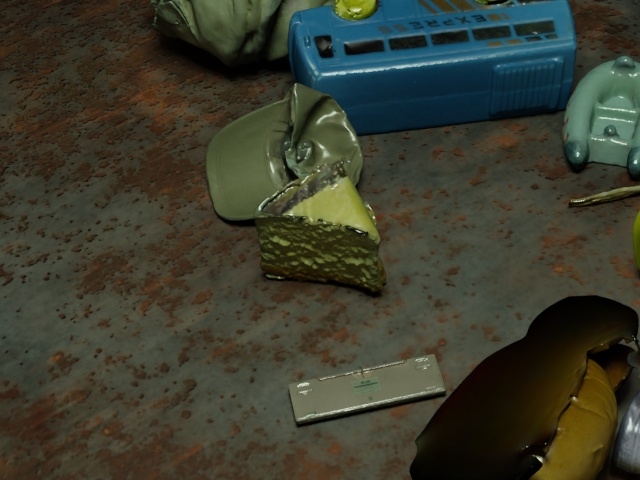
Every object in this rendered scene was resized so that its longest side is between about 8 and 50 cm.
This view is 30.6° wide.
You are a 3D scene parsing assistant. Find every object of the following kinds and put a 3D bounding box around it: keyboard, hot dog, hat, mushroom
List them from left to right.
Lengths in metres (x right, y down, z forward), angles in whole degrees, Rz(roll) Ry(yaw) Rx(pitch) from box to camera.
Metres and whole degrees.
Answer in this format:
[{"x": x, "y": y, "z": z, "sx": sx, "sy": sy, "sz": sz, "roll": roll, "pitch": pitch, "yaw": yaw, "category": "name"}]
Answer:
[{"x": -0.048, "y": -0.096, "z": 1.524, "sx": 0.173, "sy": 0.144, "sz": 0.166, "roll": -24, "pitch": 71, "yaw": 36, "category": "hat"}, {"x": 0.050, "y": 0.161, "z": 1.271, "sx": 0.166, "sy": 0.017, "sz": 0.055, "roll": -11, "pitch": 48, "yaw": -5, "category": "keyboard"}, {"x": 0.227, "y": 0.186, "z": 1.143, "sx": 0.326, "sy": 0.107, "sz": 0.194, "roll": -34, "pitch": 23, "yaw": -29, "category": "hot dog"}, {"x": 0.450, "y": -0.067, "z": 1.463, "sx": 0.286, "sy": 0.026, "sz": 0.028, "roll": -12, "pitch": 28, "yaw": -3, "category": "mushroom"}]

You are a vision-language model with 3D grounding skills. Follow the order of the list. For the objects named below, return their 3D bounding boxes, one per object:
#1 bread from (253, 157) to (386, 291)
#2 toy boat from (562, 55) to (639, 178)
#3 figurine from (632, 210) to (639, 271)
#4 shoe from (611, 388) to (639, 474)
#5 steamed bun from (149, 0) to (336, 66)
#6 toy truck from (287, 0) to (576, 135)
[{"x": 0.000, "y": 0.000, "z": 1.360, "sx": 0.152, "sy": 0.147, "sz": 0.127, "roll": -18, "pitch": 57, "yaw": -3, "category": "bread"}, {"x": 0.389, "y": -0.169, "z": 1.537, "sx": 0.134, "sy": 0.079, "sz": 0.208, "roll": 9, "pitch": 47, "yaw": 20, "category": "toy boat"}, {"x": 0.546, "y": 0.022, "z": 1.232, "sx": 0.283, "sy": 0.205, "sz": 0.338, "roll": 11, "pitch": 17, "yaw": -26, "category": "figurine"}, {"x": 0.406, "y": 0.160, "z": 1.181, "sx": 0.137, "sy": 0.095, "sz": 0.245, "roll": 28, "pitch": 56, "yaw": 26, "category": "shoe"}, {"x": -0.059, "y": -0.377, "z": 1.692, "sx": 0.394, "sy": 0.237, "sz": 0.346, "roll": -29, "pitch": 2, "yaw": 23, "category": "steamed bun"}, {"x": 0.150, "y": -0.251, "z": 1.594, "sx": 0.384, "sy": 0.161, "sz": 0.162, "roll": -6, "pitch": 52, "yaw": -1, "category": "toy truck"}]
